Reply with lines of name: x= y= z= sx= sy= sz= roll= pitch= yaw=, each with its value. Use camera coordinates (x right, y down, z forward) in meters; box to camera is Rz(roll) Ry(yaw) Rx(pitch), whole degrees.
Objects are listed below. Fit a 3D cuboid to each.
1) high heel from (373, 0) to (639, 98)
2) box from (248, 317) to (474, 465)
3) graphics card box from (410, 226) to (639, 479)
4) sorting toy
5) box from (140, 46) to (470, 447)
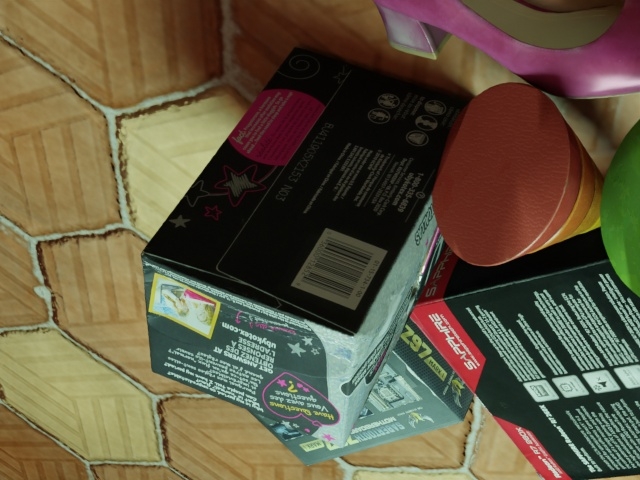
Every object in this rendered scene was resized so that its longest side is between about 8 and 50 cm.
high heel: x=0.132 y=-0.164 z=0.717 sx=0.244 sy=0.082 sz=0.117 roll=19 pitch=152 yaw=34
box: x=0.010 y=0.126 z=1.104 sx=0.183 sy=0.059 sz=0.232 roll=46 pitch=137 yaw=-17
graphics card box: x=0.277 y=0.067 z=0.852 sx=0.371 sy=0.094 sz=0.233 roll=-18 pitch=120 yaw=43
sorting toy: x=0.233 y=-0.017 z=0.667 sx=0.126 sy=0.127 sz=0.365 roll=13 pitch=180 yaw=-38
box: x=0.000 y=0.000 z=0.835 sx=0.163 sy=0.247 sz=0.142 roll=20 pitch=141 yaw=13
